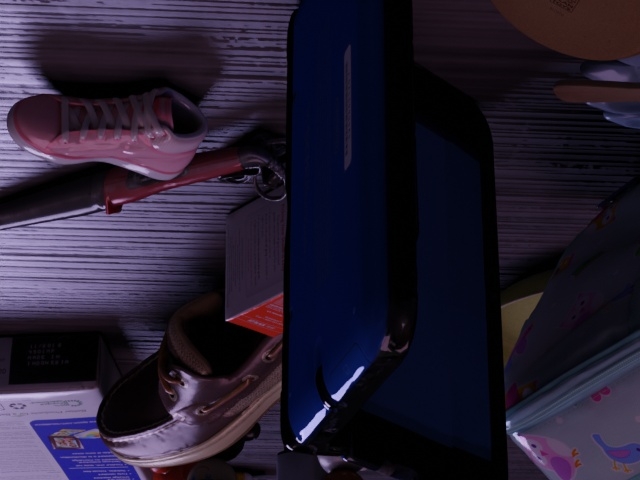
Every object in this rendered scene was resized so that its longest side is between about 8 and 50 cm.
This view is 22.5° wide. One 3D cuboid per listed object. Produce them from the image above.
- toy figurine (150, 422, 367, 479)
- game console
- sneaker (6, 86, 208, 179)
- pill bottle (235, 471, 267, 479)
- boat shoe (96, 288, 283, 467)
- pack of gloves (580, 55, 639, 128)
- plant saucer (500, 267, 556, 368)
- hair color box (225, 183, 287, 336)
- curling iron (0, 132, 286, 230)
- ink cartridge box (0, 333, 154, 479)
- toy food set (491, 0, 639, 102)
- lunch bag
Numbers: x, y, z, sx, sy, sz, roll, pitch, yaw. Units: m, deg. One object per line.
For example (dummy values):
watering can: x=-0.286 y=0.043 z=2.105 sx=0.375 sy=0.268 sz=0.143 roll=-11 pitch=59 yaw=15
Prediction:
toy figurine: x=-0.059 y=0.229 z=1.589 sx=0.209 sy=0.148 sz=0.213 roll=9 pitch=151 yaw=-18
game console: x=0.070 y=-0.021 z=0.936 sx=0.173 sy=0.293 sz=0.250 roll=7 pitch=153 yaw=-15
sneaker: x=-0.138 y=-0.082 z=1.085 sx=0.134 sy=0.051 sz=0.070 roll=12 pitch=149 yaw=-30
pill bottle: x=-0.103 y=0.281 z=1.806 sx=0.083 sy=0.043 sz=0.043 roll=4 pitch=153 yaw=-8
boat shoe: x=-0.084 y=0.089 z=1.360 sx=0.342 sy=0.123 sz=0.123 roll=-26 pitch=136 yaw=34
pack of gloves: x=0.276 y=-0.148 z=0.986 sx=0.232 sy=0.046 sz=0.195 roll=0 pitch=139 yaw=-1
plant saucer: x=0.243 y=0.073 z=1.408 sx=0.241 sy=0.037 sz=0.241 roll=0 pitch=152 yaw=0
hair color box: x=0.000 y=0.000 z=1.199 sx=0.053 sy=0.093 sz=0.167 roll=20 pitch=147 yaw=-36
curling iron: x=-0.141 y=-0.033 z=1.195 sx=0.274 sy=0.035 sz=0.068 roll=-11 pitch=151 yaw=20
ink cartridge box: x=-0.271 y=0.196 z=1.615 sx=0.175 sy=0.069 sz=0.371 roll=-3 pitch=151 yaw=3
toy food set: x=0.152 y=-0.152 z=0.929 sx=0.132 sy=0.038 sz=0.192 roll=7 pitch=148 yaw=42
lunch bag: x=0.242 y=0.032 z=1.084 sx=0.108 sy=0.279 sz=0.224 roll=42 pitch=133 yaw=-6
